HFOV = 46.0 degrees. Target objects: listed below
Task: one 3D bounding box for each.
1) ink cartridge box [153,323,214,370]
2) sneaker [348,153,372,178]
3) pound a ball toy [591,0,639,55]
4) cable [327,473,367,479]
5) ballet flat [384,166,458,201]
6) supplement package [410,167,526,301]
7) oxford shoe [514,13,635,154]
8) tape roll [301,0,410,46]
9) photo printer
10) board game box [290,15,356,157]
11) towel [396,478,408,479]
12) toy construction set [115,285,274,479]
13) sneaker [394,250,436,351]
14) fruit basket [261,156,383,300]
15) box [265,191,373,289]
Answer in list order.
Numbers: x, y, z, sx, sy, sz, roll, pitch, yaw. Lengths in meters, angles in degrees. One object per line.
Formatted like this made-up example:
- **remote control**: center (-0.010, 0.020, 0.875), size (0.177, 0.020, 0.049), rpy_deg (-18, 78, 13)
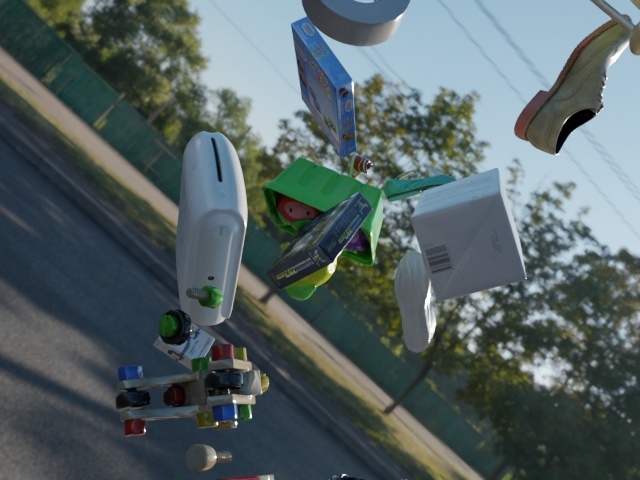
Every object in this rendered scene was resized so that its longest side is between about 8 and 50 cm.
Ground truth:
- **ink cartridge box**: center (-0.411, 0.308, 2.284), size (0.150, 0.109, 0.063), rpy_deg (35, -42, -8)
- **sneaker**: center (0.128, -0.224, 2.392), size (0.067, 0.042, 0.118), rpy_deg (22, -26, 12)
- **pound a ball toy**: center (0.600, -0.545, 1.448), size (0.319, 0.208, 0.136), rpy_deg (54, -8, 16)
- **cable**: center (0.082, 0.606, 1.830), size (0.150, 0.047, 0.184), rpy_deg (0, -7, 39)
- **ballet flat**: center (0.320, -0.185, 2.360), size (0.083, 0.247, 0.087), rpy_deg (57, 24, -80)
- **supplement package**: center (0.301, -0.019, 1.520), size (0.293, 0.175, 0.178), rpy_deg (-47, 119, -71)
- **oxford shoe**: center (0.592, -0.336, 1.670), size (0.130, 0.348, 0.123), rpy_deg (46, 13, 34)
- **tape roll**: center (0.074, -0.509, 1.555), size (0.219, 0.219, 0.072), rpy_deg (43, -29, 8)
- **photo printer**: center (-0.210, -0.033, 1.428), size (0.256, 0.107, 0.308), rpy_deg (-107, -157, -46)
- **board game box**: center (0.008, -0.267, 1.340), size (0.160, 0.039, 0.211), rpy_deg (59, -9, 24)
- **towel**: center (0.205, 0.549, 1.141), size (0.328, 0.237, 0.037), rpy_deg (27, -11, 23)
- **toy construction set**: center (-0.159, 0.280, 1.239), size (0.237, 0.257, 0.309), rpy_deg (22, 32, -54)
- **sneaker**: center (0.287, 0.180, 2.267), size (0.108, 0.293, 0.169), rpy_deg (-1, -2, 13)
- **fruit basket**: center (-0.016, -0.014, 2.272), size (0.392, 0.392, 0.283), rpy_deg (42, -17, 23)
- **box**: center (0.000, 0.000, 1.712), size (0.183, 0.233, 0.059), rpy_deg (-30, -75, 41)
